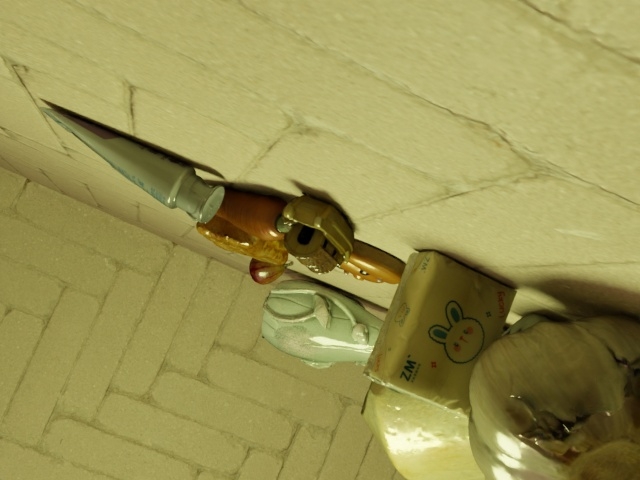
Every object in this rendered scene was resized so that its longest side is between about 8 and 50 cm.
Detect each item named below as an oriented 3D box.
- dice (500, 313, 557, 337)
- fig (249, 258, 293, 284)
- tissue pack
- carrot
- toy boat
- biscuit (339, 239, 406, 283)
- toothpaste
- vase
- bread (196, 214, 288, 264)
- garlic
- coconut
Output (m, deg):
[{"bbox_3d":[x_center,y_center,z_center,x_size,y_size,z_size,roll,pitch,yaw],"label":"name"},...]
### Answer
[{"bbox_3d":[0.344,0.241,1.176,0.193,0.192,0.194,42,172,8],"label":"dice"},{"bbox_3d":[-0.123,0.072,1.981,0.125,0.088,0.089,-4,164,17],"label":"fig"},{"bbox_3d":[0.167,0.130,1.049,0.148,0.196,0.092,25,172,-14],"label":"tissue pack"},{"bbox_3d":[-0.129,-0.052,1.186,0.069,0.069,0.336,29,174,-37],"label":"carrot"},{"bbox_3d":[0.000,0.000,1.054,0.068,0.088,0.226,20,171,18],"label":"toy boat"},{"bbox_3d":[0.056,0.035,1.263,0.170,0.050,0.170,22,171,3],"label":"biscuit"},{"bbox_3d":[-0.291,-0.124,1.164,0.299,0.073,0.114,29,174,10],"label":"toothpaste"},{"bbox_3d":[0.061,0.259,2.158,0.446,0.249,0.250,16,170,19],"label":"vase"},{"bbox_3d":[-0.133,-0.010,1.409,0.139,0.077,0.271,17,173,13],"label":"bread"},{"bbox_3d":[0.336,0.231,0.952,0.322,0.241,0.322,9,137,9],"label":"garlic"},{"bbox_3d":[0.264,0.326,1.574,0.416,0.344,0.415,7,148,4],"label":"coconut"}]
